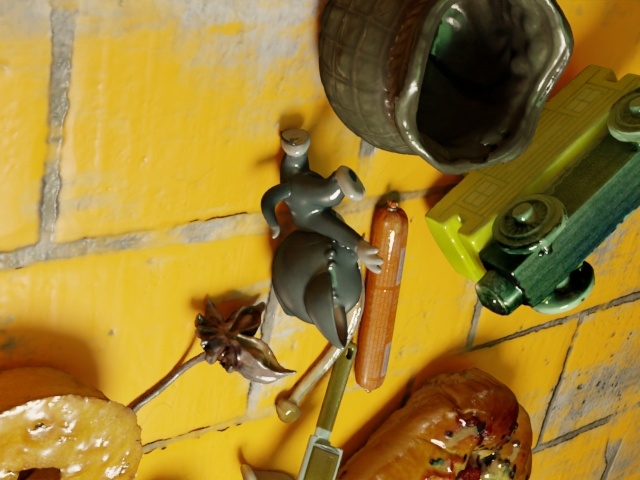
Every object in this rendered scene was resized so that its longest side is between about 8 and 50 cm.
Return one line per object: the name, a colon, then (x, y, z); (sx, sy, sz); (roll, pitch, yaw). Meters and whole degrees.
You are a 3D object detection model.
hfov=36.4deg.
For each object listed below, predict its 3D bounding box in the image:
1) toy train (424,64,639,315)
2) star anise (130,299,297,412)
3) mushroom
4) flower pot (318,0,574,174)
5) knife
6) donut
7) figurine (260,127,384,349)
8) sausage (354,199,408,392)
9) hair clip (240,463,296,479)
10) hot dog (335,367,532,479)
toy train: (0.354, -0.081, 1.416); (0.442, 0.272, 0.179); (-42, 123, -11)
star anise: (-0.166, 0.197, 1.285); (0.227, 0.148, 0.218); (-43, 180, 30)
mushroom: (0.018, 0.138, 1.446); (0.306, 0.043, 0.068); (-63, 158, 8)
flower pot: (0.152, -0.240, 1.173); (0.302, 0.213, 0.301); (-22, 130, -28)
knife: (0.007, 0.314, 1.444); (0.061, 0.027, 0.343); (27, 70, -26)
donut: (-0.353, 0.268, 1.148); (0.278, 0.108, 0.277); (-22, 131, -29)
figurine: (-0.004, -0.001, 1.234); (0.140, 0.193, 0.265); (-33, 122, -18)
sausage: (0.090, 0.091, 1.461); (0.053, 0.053, 0.347); (-17, 128, -33)
hair clip: (-0.052, 0.442, 1.508); (0.113, 0.172, 0.282); (-47, 125, 8)
hot dog: (0.218, 0.403, 1.690); (0.365, 0.196, 0.367); (-46, 140, -13)
